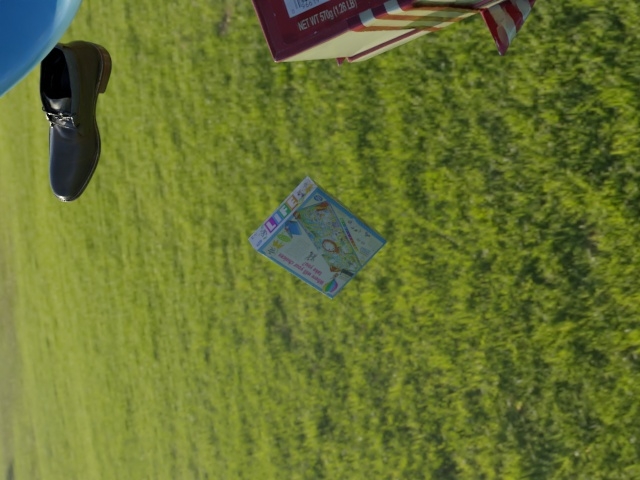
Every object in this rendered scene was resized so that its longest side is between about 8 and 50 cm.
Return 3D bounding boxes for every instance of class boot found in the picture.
[{"bbox_3d":[-0.342,-0.159,1.087,0.106,0.082,0.219,-16,-63,-77],"label":"boot"}]

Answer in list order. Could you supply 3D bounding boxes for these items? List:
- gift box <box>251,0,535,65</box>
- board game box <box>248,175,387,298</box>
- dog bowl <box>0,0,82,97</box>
[{"bbox_3d":[0.062,-0.286,0.762,0.255,0.258,0.277,-12,99,27],"label":"gift box"},{"bbox_3d":[0.000,0.000,0.996,0.103,0.154,0.026,-46,46,8],"label":"board game box"},{"bbox_3d":[-0.190,-0.070,0.248,0.166,0.297,0.074,-39,89,35],"label":"dog bowl"}]
